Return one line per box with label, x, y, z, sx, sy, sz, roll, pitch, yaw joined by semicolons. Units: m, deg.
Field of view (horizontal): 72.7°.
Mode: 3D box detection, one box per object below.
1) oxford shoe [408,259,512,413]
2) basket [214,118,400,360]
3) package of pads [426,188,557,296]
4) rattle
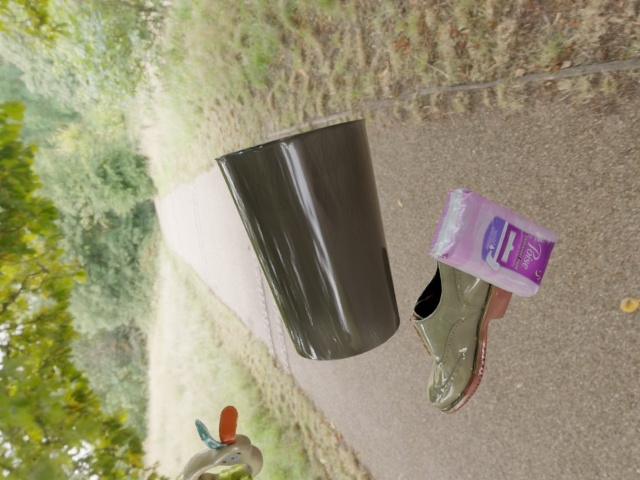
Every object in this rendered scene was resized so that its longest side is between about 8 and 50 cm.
oxford shoe;0.205;0.144;0.719;0.123;0.130;0.348;-83;-2;-63
basket;0.000;0.000;0.476;0.154;0.204;0.227;-11;102;20
package of pads;0.118;0.003;0.300;0.050;0.083;0.032;-69;19;-3
rattle;-0.140;0.360;0.639;0.143;0.130;0.199;-89;15;-51
